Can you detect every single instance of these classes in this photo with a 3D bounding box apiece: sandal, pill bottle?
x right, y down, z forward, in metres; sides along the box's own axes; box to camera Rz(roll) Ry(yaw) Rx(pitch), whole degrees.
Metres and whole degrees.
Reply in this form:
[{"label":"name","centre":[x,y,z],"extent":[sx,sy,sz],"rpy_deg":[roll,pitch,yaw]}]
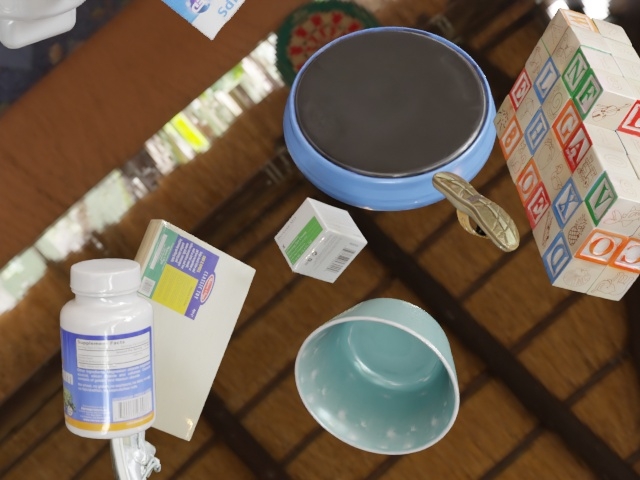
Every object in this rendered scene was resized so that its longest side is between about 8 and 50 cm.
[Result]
[{"label":"sandal","centre":[0.236,-0.039,1.677],"extent":[0.072,0.180,0.049],"rpy_deg":[-15,139,-46]},{"label":"pill bottle","centre":[-0.347,0.173,1.778],"extent":[0.152,0.272,0.152],"rpy_deg":[0,-169,0]}]

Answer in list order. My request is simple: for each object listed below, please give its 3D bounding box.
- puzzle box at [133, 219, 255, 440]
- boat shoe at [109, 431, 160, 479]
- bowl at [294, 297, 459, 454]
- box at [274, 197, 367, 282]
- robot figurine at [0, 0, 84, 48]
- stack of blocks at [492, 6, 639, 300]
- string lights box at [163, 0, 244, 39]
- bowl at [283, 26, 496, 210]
[{"label":"puzzle box","centre":[-0.318,0.192,2.316],"extent":[0.052,0.272,0.408],"rpy_deg":[2,-113,51]},{"label":"boat shoe","centre":[-0.345,0.358,2.040],"extent":[0.118,0.103,0.320],"rpy_deg":[105,-23,-58]},{"label":"bowl","centre":[0.122,0.232,2.048],"extent":[0.312,0.311,0.163],"rpy_deg":[-30,-164,31]},{"label":"box","centre":[0.000,0.000,1.837],"extent":[0.101,0.102,0.087],"rpy_deg":[-50,-134,21]},{"label":"robot figurine","centre":[-0.393,-0.428,1.408],"extent":[0.200,0.300,0.353],"rpy_deg":[-33,147,-37]},{"label":"stack of blocks","centre":[0.295,-0.101,1.194],"extent":[0.297,0.087,0.171],"rpy_deg":[-98,-152,-47]},{"label":"string lights box","centre":[-0.225,-0.437,1.631],"extent":[0.133,0.260,0.076],"rpy_deg":[-48,-153,11]},{"label":"bowl","centre":[0.126,-0.235,1.976],"extent":[0.391,0.391,0.077],"rpy_deg":[-48,157,-25]}]
